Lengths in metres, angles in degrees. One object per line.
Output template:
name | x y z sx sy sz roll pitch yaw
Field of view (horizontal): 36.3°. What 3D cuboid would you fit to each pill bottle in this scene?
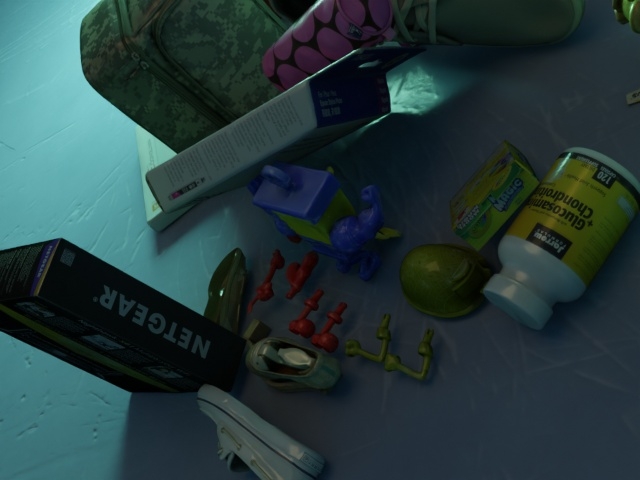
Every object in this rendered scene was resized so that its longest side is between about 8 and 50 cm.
pill bottle | 0.255 0.000 1.040 0.184 0.103 0.103 -54 38 -8

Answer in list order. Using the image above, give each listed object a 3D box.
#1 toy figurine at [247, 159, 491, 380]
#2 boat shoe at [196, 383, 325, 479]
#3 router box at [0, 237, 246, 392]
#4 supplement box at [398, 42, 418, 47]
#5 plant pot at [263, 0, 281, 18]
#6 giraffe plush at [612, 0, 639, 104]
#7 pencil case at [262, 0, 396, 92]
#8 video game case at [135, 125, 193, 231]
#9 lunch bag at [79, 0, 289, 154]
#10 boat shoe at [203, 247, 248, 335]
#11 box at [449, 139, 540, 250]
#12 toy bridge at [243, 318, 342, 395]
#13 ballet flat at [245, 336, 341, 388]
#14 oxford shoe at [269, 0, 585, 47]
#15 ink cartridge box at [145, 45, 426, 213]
toy figurine | 0.000 0.000 1.180 0.362 0.217 0.191 19 67 49
boat shoe | -0.093 0.244 1.180 0.226 0.083 0.076 20 72 50
router box | -0.291 0.110 1.288 0.243 0.309 0.081 -8 57 45
supplement box | 0.187 -0.392 1.438 0.220 0.114 0.111 -22 45 28
plant pot | -0.173 -0.514 1.794 0.267 0.267 0.236 -27 54 25
giraffe plush | 0.398 -0.257 1.068 0.210 0.170 0.181 -35 40 16
pencil case | 0.008 -0.258 1.281 0.209 0.098 0.095 -27 27 57
video game case | -0.186 -0.205 1.698 0.329 0.036 0.300 -36 39 15
lunch bag | -0.183 -0.290 1.492 0.256 0.305 0.212 -37 40 17
boat shoe | -0.129 0.077 1.400 0.056 0.048 0.153 -36 31 34
box | 0.196 -0.053 1.111 0.105 0.043 0.179 -50 2 15
toy bridge | -0.046 0.160 1.255 0.188 0.026 0.063 26 79 51
ballet flat | -0.044 0.142 1.203 0.168 0.052 0.057 3 63 45
oxford shoe | 0.122 -0.321 1.310 0.449 0.169 0.130 14 52 19
ink cartridge box | -0.024 -0.153 1.314 0.330 0.071 0.324 -25 1 23
